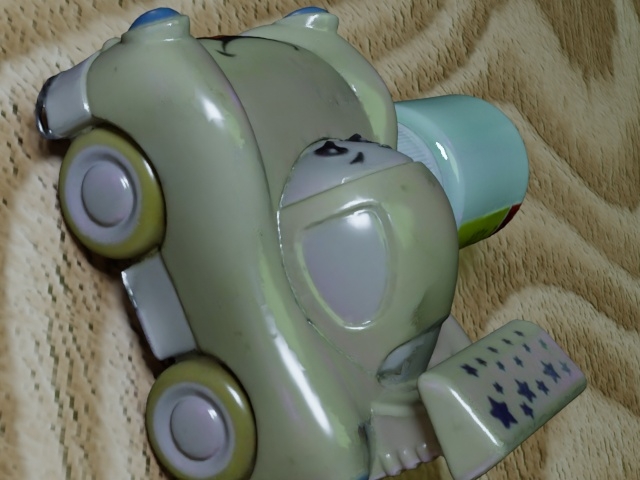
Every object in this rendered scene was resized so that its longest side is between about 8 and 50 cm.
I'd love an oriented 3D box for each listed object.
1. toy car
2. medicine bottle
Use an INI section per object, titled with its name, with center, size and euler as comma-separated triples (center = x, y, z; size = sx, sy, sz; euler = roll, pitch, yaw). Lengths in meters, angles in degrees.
[toy car]
center = 0.000, 0.000, 0.802
size = 0.242, 0.226, 0.336
euler = -18, 88, -57
[medicine bottle]
center = 0.077, -0.049, 1.023
size = 0.225, 0.139, 0.139
euler = -17, 86, -58
